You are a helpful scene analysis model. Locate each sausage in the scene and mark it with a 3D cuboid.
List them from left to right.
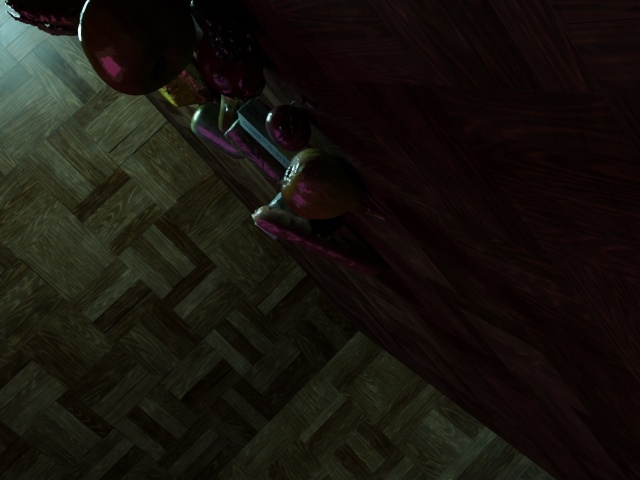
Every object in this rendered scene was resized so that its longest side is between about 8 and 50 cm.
[{"bbox_3d":[0.000,0.001,2.251,0.433,0.087,0.088,24,172,-1],"label":"sausage"}]

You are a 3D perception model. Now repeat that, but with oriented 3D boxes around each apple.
[{"bbox_3d":[-0.420,-0.472,1.722,0.264,0.264,0.264,44,172,8],"label":"apple"}]

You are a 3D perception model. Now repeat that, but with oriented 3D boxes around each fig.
[{"bbox_3d":[0.039,-0.106,1.740,0.257,0.159,0.159,26,174,-4],"label":"fig"}]

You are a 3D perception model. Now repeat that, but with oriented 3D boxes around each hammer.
[{"bbox_3d":[-0.259,-0.345,2.138,0.202,0.113,0.305,29,161,-4],"label":"hammer"}]

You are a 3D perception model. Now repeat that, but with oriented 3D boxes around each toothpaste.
[{"bbox_3d":[-0.077,-0.226,1.900,0.313,0.071,0.089,44,168,13],"label":"toothpaste"}]

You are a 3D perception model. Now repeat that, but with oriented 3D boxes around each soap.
[{"bbox_3d":[-0.119,-0.095,2.410,0.091,0.145,0.230,42,-152,-5],"label":"soap"}]

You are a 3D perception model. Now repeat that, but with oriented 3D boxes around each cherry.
[{"bbox_3d":[-0.053,-0.245,1.615,0.107,0.090,0.225,59,161,-10],"label":"cherry"}]

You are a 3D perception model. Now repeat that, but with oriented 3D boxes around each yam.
[{"bbox_3d":[-0.156,-0.250,2.033,0.194,0.107,0.107,45,173,-10],"label":"yam"}]

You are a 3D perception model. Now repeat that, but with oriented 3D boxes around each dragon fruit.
[{"bbox_3d":[-0.201,-0.397,1.552,0.125,0.125,0.246,-112,-3,-73],"label":"dragon fruit"}]

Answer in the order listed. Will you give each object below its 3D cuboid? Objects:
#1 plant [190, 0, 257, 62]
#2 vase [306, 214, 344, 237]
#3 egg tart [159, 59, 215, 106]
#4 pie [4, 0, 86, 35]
[{"bbox_3d":[-0.180,-0.405,1.436,0.143,0.094,0.092,55,161,16],"label":"plant"},{"bbox_3d":[-0.024,-0.095,2.195,0.115,0.115,0.237,49,177,-26],"label":"vase"},{"bbox_3d":[-0.437,-0.487,2.261,0.295,0.116,0.295,42,172,8],"label":"egg tart"},{"bbox_3d":[-0.631,-0.621,1.880,0.308,0.308,0.085,44,158,12],"label":"pie"}]
